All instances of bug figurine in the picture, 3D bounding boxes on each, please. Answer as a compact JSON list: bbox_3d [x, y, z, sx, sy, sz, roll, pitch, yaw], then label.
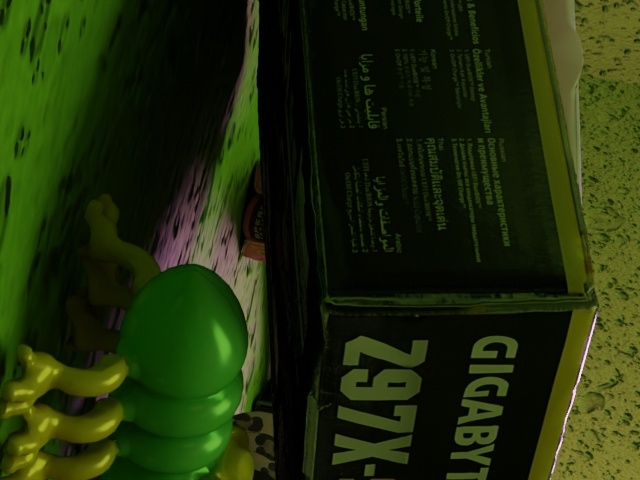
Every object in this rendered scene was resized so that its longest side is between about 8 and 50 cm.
[{"bbox_3d":[-0.059,0.127,0.498,0.279,0.072,0.216,-75,174,-49],"label":"bug figurine"}]

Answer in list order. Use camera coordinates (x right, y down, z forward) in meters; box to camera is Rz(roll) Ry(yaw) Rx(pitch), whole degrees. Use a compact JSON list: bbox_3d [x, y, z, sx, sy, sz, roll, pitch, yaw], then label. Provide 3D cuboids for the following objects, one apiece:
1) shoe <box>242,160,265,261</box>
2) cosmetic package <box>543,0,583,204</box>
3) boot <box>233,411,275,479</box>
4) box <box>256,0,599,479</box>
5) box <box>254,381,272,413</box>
[{"bbox_3d":[0.000,0.000,0.937,0.178,0.081,0.064,-75,175,-82],"label":"shoe"},{"bbox_3d":[0.087,-0.018,1.218,0.365,0.155,0.197,79,12,-60],"label":"cosmetic package"},{"bbox_3d":[-0.046,0.212,0.847,0.179,0.085,0.236,-78,176,-53],"label":"boot"},{"bbox_3d":[0.020,-0.031,0.659,0.257,0.079,0.322,97,-9,-51],"label":"box"},{"bbox_3d":[-0.030,0.233,1.332,0.216,0.060,0.270,-33,134,-86],"label":"box"}]
